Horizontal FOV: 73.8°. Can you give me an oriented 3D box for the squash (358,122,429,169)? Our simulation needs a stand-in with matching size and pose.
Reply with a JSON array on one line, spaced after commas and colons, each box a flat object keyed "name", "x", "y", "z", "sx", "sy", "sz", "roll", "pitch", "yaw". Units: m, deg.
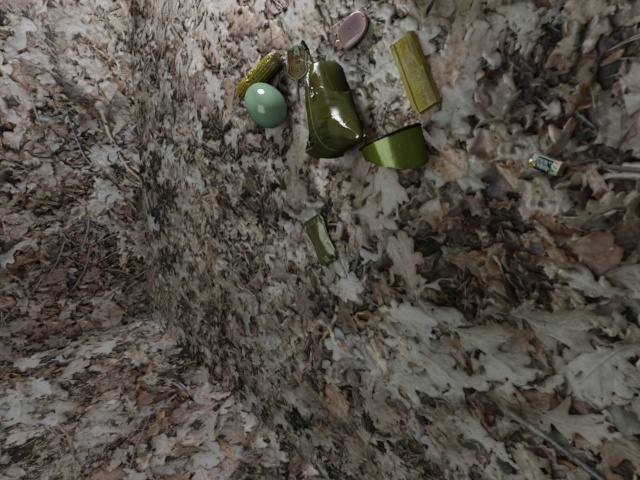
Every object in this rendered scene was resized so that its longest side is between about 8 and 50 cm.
[{"name": "squash", "x": 0.243, "y": -0.297, "z": 1.413, "sx": 0.220, "sy": 0.220, "sz": 0.133, "roll": -6, "pitch": 108, "yaw": 46}]

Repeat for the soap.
[{"name": "soap", "x": 0.307, "y": -0.544, "z": 1.392, "sx": 0.092, "sy": 0.037, "sz": 0.252, "roll": -23, "pitch": 85, "yaw": 48}]

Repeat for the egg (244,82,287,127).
[{"name": "egg", "x": -0.239, "y": -0.585, "z": 1.847, "sx": 0.231, "sy": 0.168, "sz": 0.168, "roll": 53, "pitch": 133, "yaw": 27}]

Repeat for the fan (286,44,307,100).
[{"name": "fan", "x": -0.099, "y": -0.702, "z": 1.786, "sx": 0.132, "sy": 0.009, "sz": 0.220, "roll": 15, "pitch": 111, "yaw": 43}]

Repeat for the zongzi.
[{"name": "zongzi", "x": 0.052, "y": -0.525, "z": 1.501, "sx": 0.418, "sy": 0.181, "sz": 0.447, "roll": -163, "pitch": 65, "yaw": -72}]

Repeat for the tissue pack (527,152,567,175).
[{"name": "tissue pack", "x": 0.613, "y": -0.206, "z": 1.154, "sx": 0.083, "sy": 0.062, "sz": 0.042, "roll": 34, "pitch": 118, "yaw": 34}]

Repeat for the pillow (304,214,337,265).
[{"name": "pillow", "x": 0.000, "y": 0.000, "z": 1.866, "sx": 0.130, "sy": 0.033, "sz": 0.217, "roll": -30, "pitch": 79, "yaw": 43}]

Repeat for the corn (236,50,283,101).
[{"name": "corn", "x": -0.279, "y": -0.725, "z": 1.907, "sx": 0.320, "sy": 0.097, "sz": 0.097, "roll": -27, "pitch": 82, "yaw": 44}]

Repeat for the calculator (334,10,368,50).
[{"name": "calculator", "x": 0.108, "y": -0.754, "z": 1.546, "sx": 0.166, "sy": 0.024, "sz": 0.103, "roll": -31, "pitch": 79, "yaw": 45}]
